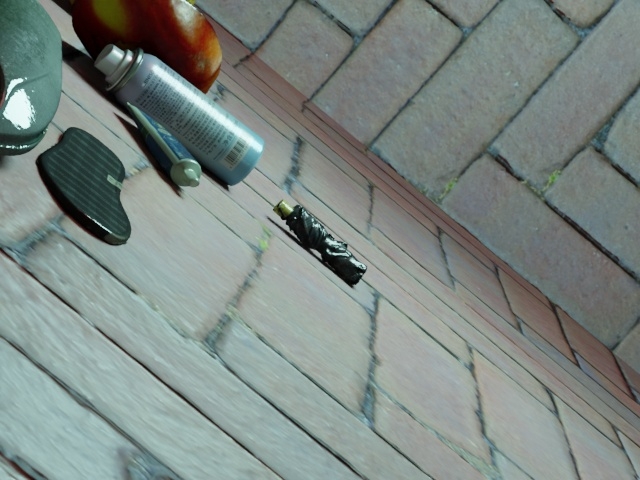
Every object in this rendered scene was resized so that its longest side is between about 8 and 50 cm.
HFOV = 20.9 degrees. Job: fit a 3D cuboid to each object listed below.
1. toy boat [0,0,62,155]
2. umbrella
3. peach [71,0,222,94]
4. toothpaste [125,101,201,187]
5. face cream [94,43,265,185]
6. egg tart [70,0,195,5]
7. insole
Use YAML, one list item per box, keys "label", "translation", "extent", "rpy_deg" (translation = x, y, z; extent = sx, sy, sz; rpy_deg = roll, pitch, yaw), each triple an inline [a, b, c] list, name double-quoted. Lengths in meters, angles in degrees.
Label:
- label: "toy boat"
  translation: [-0.299, -0.155, 1.551]
  extent: [0.141, 0.092, 0.319]
  rpy_deg: [37, 16, -24]
- label: "umbrella"
  translation: [0.000, 0.000, 2.196]
  extent: [0.144, 0.037, 0.040]
  rpy_deg: [42, 22, -7]
- label: "peach"
  translation: [-0.220, -0.229, 2.197]
  extent: [0.189, 0.068, 0.279]
  rpy_deg: [5, -30, 23]
- label: "toothpaste"
  translation: [-0.177, -0.106, 1.988]
  extent: [0.057, 0.035, 0.197]
  rpy_deg: [45, 2, -36]
- label: "face cream"
  translation: [-0.176, -0.161, 2.132]
  extent: [0.229, 0.075, 0.075]
  rpy_deg: [38, 9, -20]
- label: "egg tart"
  translation: [-0.271, -0.377, 2.467]
  extent: [0.202, 0.202, 0.147]
  rpy_deg: [39, 18, -11]
- label: "insole"
  translation: [-0.217, -0.057, 1.648]
  extent: [0.110, 0.012, 0.309]
  rpy_deg: [37, 9, -11]
